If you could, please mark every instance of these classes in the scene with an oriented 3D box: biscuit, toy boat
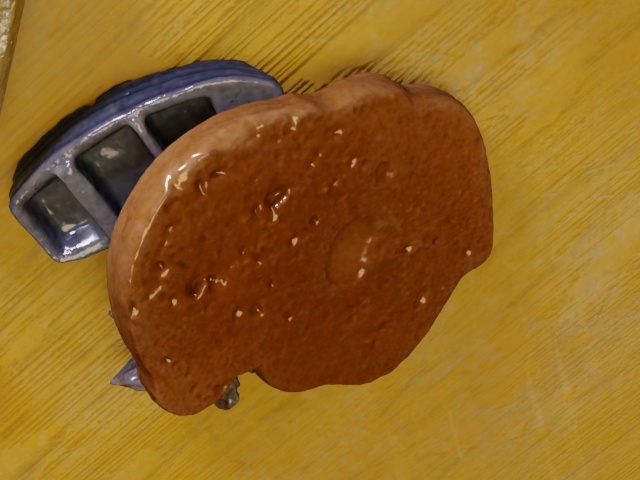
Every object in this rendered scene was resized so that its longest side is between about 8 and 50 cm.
[{"bbox_3d":[-0.001,0.000,1.153,0.455,0.078,0.349,-4,121,-35],"label":"biscuit"},{"bbox_3d":[-0.165,-0.088,1.103,0.283,0.078,0.127,-30,124,3],"label":"toy boat"}]

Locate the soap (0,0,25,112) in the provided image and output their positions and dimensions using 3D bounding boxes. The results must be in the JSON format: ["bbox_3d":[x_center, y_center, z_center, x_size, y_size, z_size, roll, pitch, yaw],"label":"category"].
[{"bbox_3d":[-0.344,-0.209,0.966,0.173,0.089,0.274,10,117,-22],"label":"soap"}]

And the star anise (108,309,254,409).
[{"bbox_3d":[-0.128,0.093,1.225,0.230,0.081,0.262,-23,124,-7],"label":"star anise"}]
